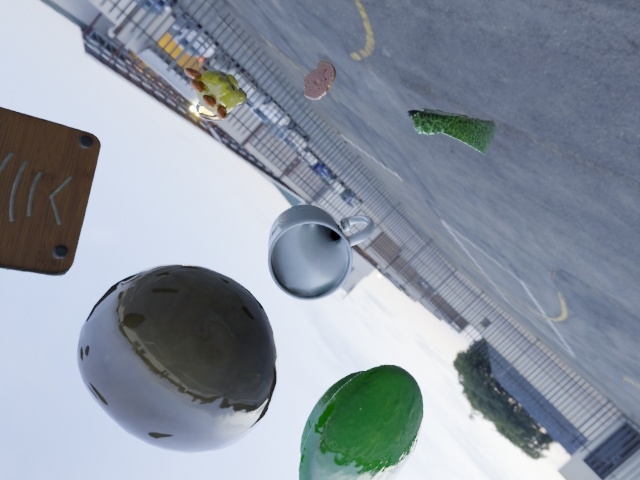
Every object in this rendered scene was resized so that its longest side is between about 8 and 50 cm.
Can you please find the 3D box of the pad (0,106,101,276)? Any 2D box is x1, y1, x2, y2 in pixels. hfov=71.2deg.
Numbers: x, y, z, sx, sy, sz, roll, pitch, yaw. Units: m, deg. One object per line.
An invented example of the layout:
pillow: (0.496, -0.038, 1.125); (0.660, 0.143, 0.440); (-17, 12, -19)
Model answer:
pad: (-0.570, -0.095, 0.793); (0.284, 0.286, 0.018); (13, 169, -28)

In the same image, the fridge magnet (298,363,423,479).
fridge magnet: (0.055, 0.257, 0.585); (0.088, 0.207, 0.208); (23, 168, 48)

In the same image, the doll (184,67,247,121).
doll: (-0.268, -0.370, 1.132); (0.142, 0.136, 0.221); (55, -165, -12)

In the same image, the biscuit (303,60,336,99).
biscuit: (-0.004, -0.522, 1.464); (0.102, 0.130, 0.019); (49, -161, 25)

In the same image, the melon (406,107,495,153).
melon: (0.186, -0.168, 0.627); (0.114, 0.053, 0.262); (41, -153, 20)

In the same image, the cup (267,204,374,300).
cup: (0.000, 0.000, 1.457); (0.274, 0.357, 0.259); (-113, -1, -70)

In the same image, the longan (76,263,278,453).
longan: (-0.125, 0.109, 0.423); (0.189, 0.189, 0.189); (44, -174, -6)
